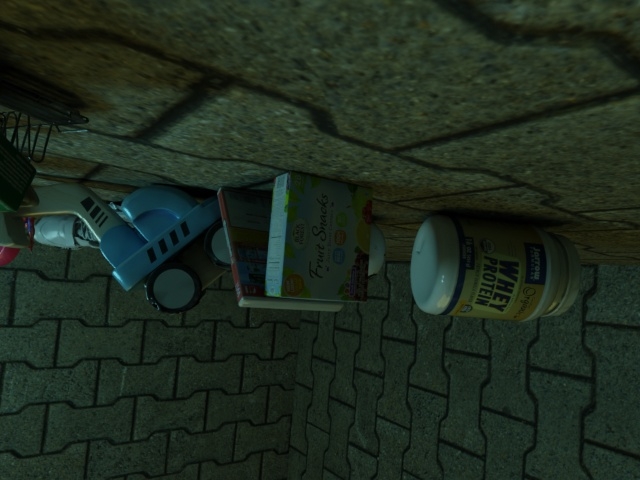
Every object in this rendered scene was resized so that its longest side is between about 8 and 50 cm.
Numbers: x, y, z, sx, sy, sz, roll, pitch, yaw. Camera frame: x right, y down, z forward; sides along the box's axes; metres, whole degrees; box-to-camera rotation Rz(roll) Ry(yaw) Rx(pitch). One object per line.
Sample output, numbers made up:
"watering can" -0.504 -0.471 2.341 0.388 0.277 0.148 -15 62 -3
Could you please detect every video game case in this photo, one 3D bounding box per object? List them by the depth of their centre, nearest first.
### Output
"video game case" -0.083 0.012 0.882 0.204 0.285 0.025 8 133 -30

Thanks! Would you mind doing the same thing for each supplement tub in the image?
"supplement tub" 0.388 0.065 1.034 0.316 0.228 0.228 5 175 -7

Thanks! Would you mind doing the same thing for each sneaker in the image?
"sneaker" -0.746 -0.040 1.446 0.366 0.137 0.210 1 177 -12

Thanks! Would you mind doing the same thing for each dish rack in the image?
"dish rack" -0.404 -0.130 0.480 0.272 0.074 0.208 2 175 25

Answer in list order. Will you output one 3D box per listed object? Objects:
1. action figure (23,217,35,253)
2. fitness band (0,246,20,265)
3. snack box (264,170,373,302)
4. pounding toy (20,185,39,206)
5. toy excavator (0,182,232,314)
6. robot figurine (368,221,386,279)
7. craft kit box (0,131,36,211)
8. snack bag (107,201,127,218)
"action figure" -0.879 -0.031 1.306 0.091 0.139 0.280 7 172 -33
"fitness band" -0.874 -0.038 1.177 0.291 0.209 0.054 3 176 25
"snack box" 0.000 0.000 0.787 0.175 0.207 0.070 9 171 -30
"pounding toy" -0.636 -0.062 0.734 0.270 0.154 0.155 -12 177 -6
"toy excavator" -0.420 -0.023 0.986 0.433 0.445 0.222 -39 -177 -11
"robot figurine" 0.029 0.021 1.165 0.278 0.209 0.173 6 139 -10
"craft kit box" -0.397 -0.112 0.322 0.247 0.061 0.250 7 153 4
"snack bag" -0.441 -0.024 1.285 0.323 0.037 0.343 29 168 -40
